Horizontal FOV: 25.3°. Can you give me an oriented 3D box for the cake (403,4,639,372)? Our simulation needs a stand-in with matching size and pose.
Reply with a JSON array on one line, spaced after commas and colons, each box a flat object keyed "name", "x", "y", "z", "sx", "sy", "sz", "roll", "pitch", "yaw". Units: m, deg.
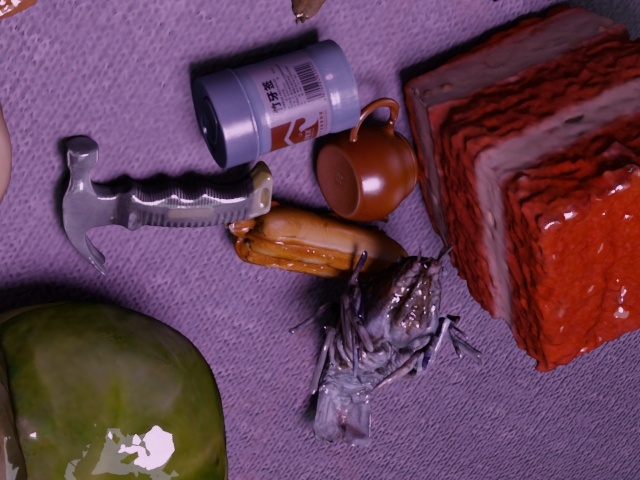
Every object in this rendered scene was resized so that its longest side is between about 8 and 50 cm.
[{"name": "cake", "x": 0.278, "y": -0.068, "z": 1.583, "sx": 0.269, "sy": 0.319, "sz": 0.270, "roll": -25, "pitch": 135, "yaw": -13}]

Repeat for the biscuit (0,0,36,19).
[{"name": "biscuit", "x": -0.396, "y": -0.306, "z": 1.241, "sx": 0.351, "sy": 0.057, "sz": 0.312, "roll": -25, "pitch": 129, "yaw": -12}]

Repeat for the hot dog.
[{"name": "hot dog", "x": 0.000, "y": 0.000, "z": 1.639, "sx": 0.249, "sy": 0.102, "sz": 0.076, "roll": 12, "pitch": 74, "yaw": -35}]

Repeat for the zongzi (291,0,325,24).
[{"name": "zongzi", "x": -0.107, "y": -0.427, "z": 1.200, "sx": 0.500, "sy": 0.218, "sz": 0.467, "roll": 10, "pitch": 117, "yaw": -32}]

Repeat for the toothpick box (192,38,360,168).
[{"name": "toothpick box", "x": -0.047, "y": -0.144, "z": 1.502, "sx": 0.153, "sy": 0.101, "sz": 0.101, "roll": -19, "pitch": 128, "yaw": -15}]

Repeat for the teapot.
[{"name": "teapot", "x": 0.063, "y": -0.084, "z": 1.598, "sx": 0.116, "sy": 0.116, "sz": 0.173, "roll": -11, "pitch": 128, "yaw": -20}]

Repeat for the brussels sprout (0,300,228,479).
[{"name": "brussels sprout", "x": -0.253, "y": 0.245, "z": 1.547, "sx": 0.315, "sy": 0.276, "sz": 0.371, "roll": 12, "pitch": 109, "yaw": -28}]

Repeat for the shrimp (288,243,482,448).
[{"name": "shrimp", "x": 0.067, "y": 0.127, "z": 1.657, "sx": 0.221, "sy": 0.166, "sz": 0.410, "roll": 9, "pitch": 160, "yaw": -11}]

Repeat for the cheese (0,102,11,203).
[{"name": "cheese", "x": -0.410, "y": -0.076, "z": 1.354, "sx": 0.235, "sy": 0.117, "sz": 0.218, "roll": -48, "pitch": 128, "yaw": 5}]

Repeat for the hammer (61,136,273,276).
[{"name": "hammer", "x": -0.165, "y": -0.041, "z": 1.535, "sx": 0.226, "sy": 0.041, "sz": 0.159, "roll": -5, "pitch": 125, "yaw": -14}]
